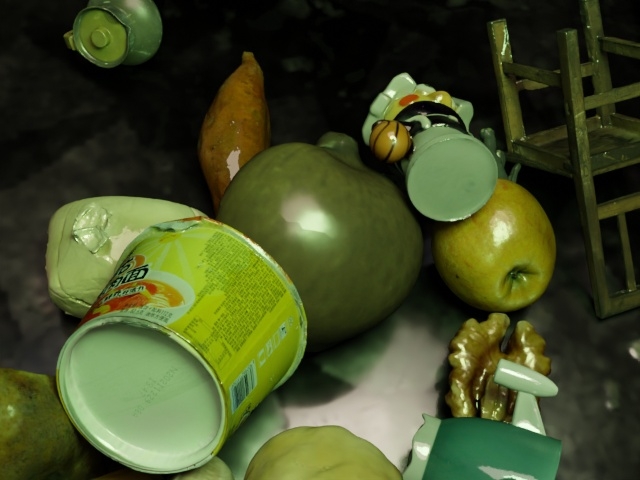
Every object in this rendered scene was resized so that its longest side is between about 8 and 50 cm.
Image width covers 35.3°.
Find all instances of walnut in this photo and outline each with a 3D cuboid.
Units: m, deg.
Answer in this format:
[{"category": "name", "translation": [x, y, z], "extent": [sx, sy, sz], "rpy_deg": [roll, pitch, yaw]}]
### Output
[{"category": "walnut", "translation": [0.233, 0.182, 1.354], "extent": [0.143, 0.069, 0.170], "rpy_deg": [21, 63, 2]}]

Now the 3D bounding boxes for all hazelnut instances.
[{"category": "hazelnut", "translation": [-0.006, 0.351, 1.142], "extent": [0.241, 0.261, 0.261], "rpy_deg": [-23, 63, 6]}]

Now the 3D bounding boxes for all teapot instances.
[{"category": "teapot", "translation": [-0.328, -0.325, 1.554], "extent": [0.166, 0.130, 0.119], "rpy_deg": [-7, 24, 24]}]

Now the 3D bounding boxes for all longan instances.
[{"category": "longan", "translation": [0.000, 0.000, 1.322], "extent": [0.243, 0.300, 0.300], "rpy_deg": [6, 52, 40]}]

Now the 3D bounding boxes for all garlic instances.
[{"category": "garlic", "translation": [-0.147, 0.308, 1.153], "extent": [0.087, 0.101, 0.195], "rpy_deg": [32, 27, -13]}]

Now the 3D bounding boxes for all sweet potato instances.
[{"category": "sweet potato", "translation": [-0.127, -0.134, 1.475], "extent": [0.112, 0.112, 0.359], "rpy_deg": [5, 63, -3]}]

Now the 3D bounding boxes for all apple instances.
[{"category": "apple", "translation": [0.241, 0.012, 1.385], "extent": [0.182, 0.182, 0.155], "rpy_deg": [-9, 44, -11]}]

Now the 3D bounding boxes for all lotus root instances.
[{"category": "lotus root", "translation": [-0.380, 0.248, 1.147], "extent": [0.267, 0.260, 0.149], "rpy_deg": [-14, 64, -13]}]

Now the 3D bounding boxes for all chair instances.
[{"category": "chair", "translation": [0.407, -0.133, 1.498], "extent": [0.203, 0.416, 0.240], "rpy_deg": [-16, 19, -15]}]

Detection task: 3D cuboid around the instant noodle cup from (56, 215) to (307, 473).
[{"category": "instant noodle cup", "translation": [-0.167, 0.132, 1.164], "extent": [0.264, 0.264, 0.200], "rpy_deg": [21, 30, 6]}]

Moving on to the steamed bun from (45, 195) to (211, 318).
[{"category": "steamed bun", "translation": [-0.252, 0.017, 1.351], "extent": [0.239, 0.152, 0.170], "rpy_deg": [1, 62, -2]}]

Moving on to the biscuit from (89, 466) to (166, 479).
[{"category": "biscuit", "translation": [-0.237, 0.376, 1.125], "extent": [0.291, 0.062, 0.237], "rpy_deg": [-7, 52, -52]}]

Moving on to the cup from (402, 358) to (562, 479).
[{"category": "cup", "translation": [0.190, 0.292, 1.237], "extent": [0.173, 0.167, 0.299], "rpy_deg": [18, 87, 10]}]

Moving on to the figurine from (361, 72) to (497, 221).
[{"category": "figurine", "translation": [0.136, -0.135, 1.354], "extent": [0.176, 0.133, 0.236], "rpy_deg": [24, 23, -19]}]

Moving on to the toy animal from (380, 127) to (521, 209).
[{"category": "toy animal", "translation": [0.167, -0.104, 1.499], "extent": [0.269, 0.082, 0.137], "rpy_deg": [-1, 60, -2]}]
